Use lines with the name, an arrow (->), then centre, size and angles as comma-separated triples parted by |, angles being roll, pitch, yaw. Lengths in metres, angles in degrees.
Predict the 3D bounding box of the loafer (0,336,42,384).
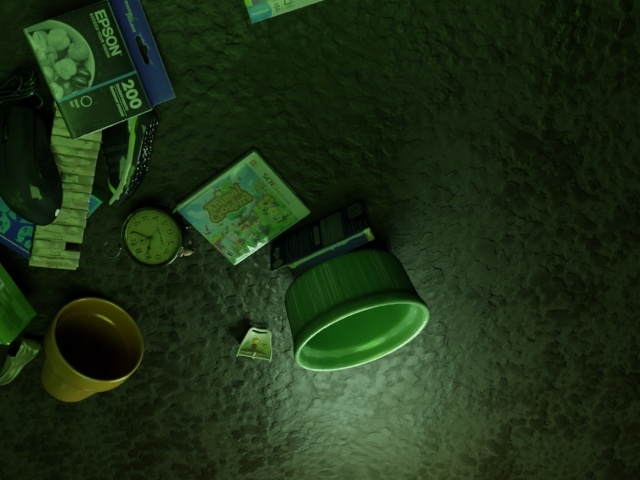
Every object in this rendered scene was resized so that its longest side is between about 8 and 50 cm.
loafer -> -0.695, 0.268, 1.826 | 0.148, 0.056, 0.050 | -44, 119, 9

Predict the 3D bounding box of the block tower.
block tower -> -0.482, -0.107, 1.524 | 0.097, 0.091, 0.336 | 6, 108, -23

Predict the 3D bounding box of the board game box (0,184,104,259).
board game box -> -0.564, -0.064, 1.619 | 0.160, 0.047, 0.210 | 37, 111, -27

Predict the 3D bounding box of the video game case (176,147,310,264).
video game case -> -0.161, -0.066, 1.689 | 0.212, 0.023, 0.193 | -34, 122, 15

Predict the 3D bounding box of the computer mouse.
computer mouse -> -0.550, -0.153, 1.440 | 0.188, 0.072, 0.272 | -21, 88, 29

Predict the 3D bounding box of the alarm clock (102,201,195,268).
alarm clock -> -0.360, -0.004, 1.661 | 0.191, 0.064, 0.130 | -15, 97, 7

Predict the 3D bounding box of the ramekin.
ramekin -> 0.069, 0.147, 1.733 | 0.303, 0.148, 0.303 | -15, 151, -9

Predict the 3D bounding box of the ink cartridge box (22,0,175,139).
ink cartridge box -> -0.381, -0.309, 1.417 | 0.208, 0.045, 0.206 | -26, 114, -16

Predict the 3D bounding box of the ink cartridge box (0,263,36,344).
ink cartridge box -> -0.757, 0.111, 1.694 | 0.255, 0.097, 0.189 | 4, 132, 32

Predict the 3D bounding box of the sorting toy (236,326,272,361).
sorting toy -> -0.150, 0.239, 1.890 | 0.083, 0.045, 0.075 | 13, 114, -15

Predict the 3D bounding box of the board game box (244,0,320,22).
board game box -> 0.008, -0.539, 1.358 | 0.346, 0.078, 0.233 | -17, 125, 4

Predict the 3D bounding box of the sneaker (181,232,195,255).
sneaker -> -0.330, 0.010, 1.713 | 0.119, 0.047, 0.057 | -11, 103, -1

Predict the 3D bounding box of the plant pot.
plant pot -> -0.523, 0.259, 1.768 | 0.205, 0.205, 0.188 | 27, 132, -23

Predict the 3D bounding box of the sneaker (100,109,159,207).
sneaker -> -0.386, -0.177, 1.566 | 0.097, 0.084, 0.235 | 27, 118, 4

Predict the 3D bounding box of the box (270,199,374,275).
box -> 0.000, 0.000, 1.687 | 0.225, 0.136, 0.037 | -24, 117, 9
